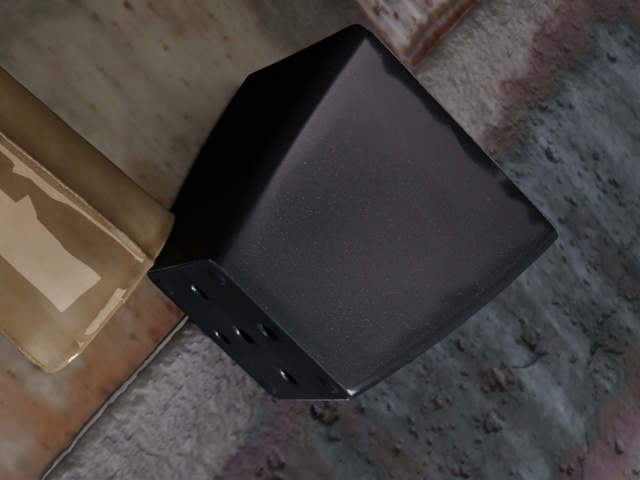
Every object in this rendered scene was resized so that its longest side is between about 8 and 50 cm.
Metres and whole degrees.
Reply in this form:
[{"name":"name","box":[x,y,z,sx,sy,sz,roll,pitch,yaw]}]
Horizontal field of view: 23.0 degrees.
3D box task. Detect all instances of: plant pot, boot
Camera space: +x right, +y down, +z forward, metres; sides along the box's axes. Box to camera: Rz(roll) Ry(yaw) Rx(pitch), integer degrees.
[{"name":"plant pot","box":[0.000,0.000,1.009,0.187,0.188,0.167,46,70,-14]},{"name":"boot","box":[-0.194,-0.092,0.961,0.269,0.089,0.236,44,68,-15]}]
